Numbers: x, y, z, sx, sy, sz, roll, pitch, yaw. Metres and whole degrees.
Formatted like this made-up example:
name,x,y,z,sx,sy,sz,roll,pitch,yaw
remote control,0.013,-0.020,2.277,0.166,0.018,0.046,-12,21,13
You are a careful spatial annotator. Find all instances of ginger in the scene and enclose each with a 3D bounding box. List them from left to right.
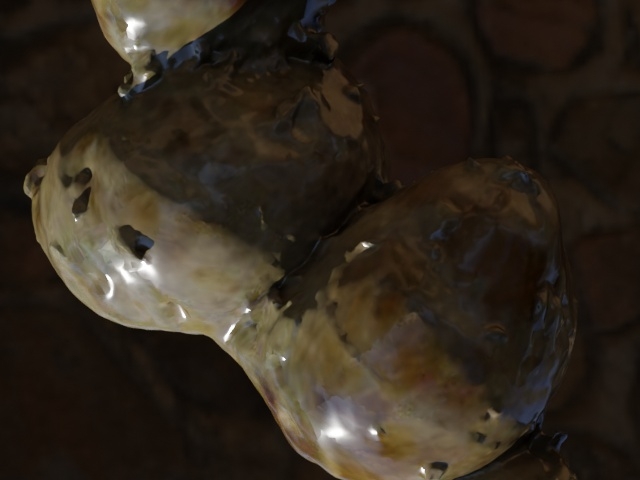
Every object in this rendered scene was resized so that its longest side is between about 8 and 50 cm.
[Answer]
name,x,y,z,sx,sy,sz,roll,pitch,yaw
ginger,0.000,0.000,0.995,0.256,0.375,0.176,-46,170,34
